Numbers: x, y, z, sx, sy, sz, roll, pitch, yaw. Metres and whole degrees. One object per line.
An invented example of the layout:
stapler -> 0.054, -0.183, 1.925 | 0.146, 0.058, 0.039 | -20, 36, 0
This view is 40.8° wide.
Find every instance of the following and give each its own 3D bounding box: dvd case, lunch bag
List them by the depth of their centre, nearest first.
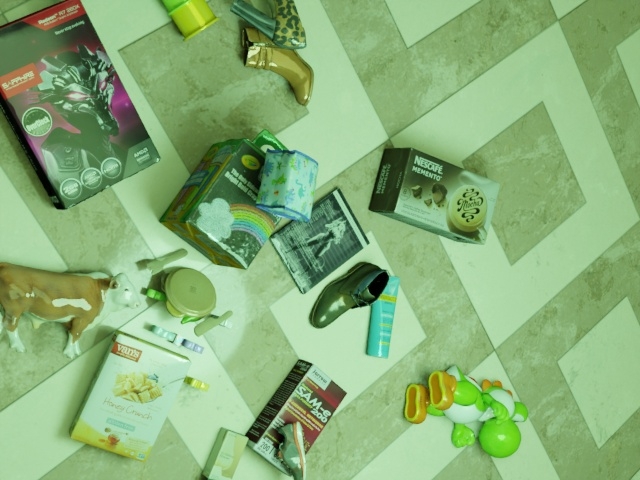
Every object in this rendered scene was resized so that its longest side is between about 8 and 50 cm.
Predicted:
lunch bag -> -0.057, -0.112, 1.785 | 0.151, 0.096, 0.128 | 18, 81, -57
dvd case -> 0.000, 0.000, 2.067 | 0.221, 0.018, 0.164 | -37, 108, -22

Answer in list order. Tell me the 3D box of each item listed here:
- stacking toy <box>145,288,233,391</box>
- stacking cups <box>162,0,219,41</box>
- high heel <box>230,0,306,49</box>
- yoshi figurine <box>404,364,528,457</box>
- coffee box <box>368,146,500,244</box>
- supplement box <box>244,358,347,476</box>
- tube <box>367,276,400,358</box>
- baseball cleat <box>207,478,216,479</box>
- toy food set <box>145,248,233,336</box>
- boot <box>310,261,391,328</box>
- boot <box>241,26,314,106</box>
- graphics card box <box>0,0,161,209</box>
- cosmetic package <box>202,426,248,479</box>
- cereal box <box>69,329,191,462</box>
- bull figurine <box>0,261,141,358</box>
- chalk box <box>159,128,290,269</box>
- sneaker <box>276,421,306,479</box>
stacking toy -> -0.313, 0.218, 1.884 | 0.221, 0.052, 0.166 | 27, 79, -27
stacking cups -> -0.340, -0.579, 1.819 | 0.096, 0.096, 0.316 | -40, 105, -22
high heel -> -0.054, -0.554, 1.929 | 0.186, 0.093, 0.261 | 35, 77, 2
yoshi figurine -> 0.403, 0.465, 2.231 | 0.362, 0.203, 0.202 | 18, 99, -31
coffee box -> 0.288, -0.110, 2.165 | 0.297, 0.119, 0.168 | 19, 85, -29
supplement box -> -0.059, 0.415, 2.024 | 0.130, 0.073, 0.239 | 43, 72, -24
tube -> 0.155, 0.189, 2.151 | 0.080, 0.052, 0.207 | 14, 79, -39
baseball cleat -> -0.251, 0.627, 1.938 | 0.110, 0.072, 0.205 | 18, 102, 8
toy food set -> -0.288, 0.117, 1.868 | 0.132, 0.038, 0.192 | -28, 79, -47
boot -> 0.072, 0.131, 2.063 | 0.219, 0.106, 0.082 | -46, 112, -20
boot -> -0.101, -0.398, 1.963 | 0.153, 0.073, 0.197 | -8, 84, -30
graphics card box -> -0.509, -0.272, 1.727 | 0.233, 0.094, 0.370 | -31, 108, -25
cosmetic package -> -0.216, 0.490, 1.957 | 0.060, 0.041, 0.115 | 26, 80, -27
cereal box -> -0.400, 0.329, 1.817 | 0.173, 0.047, 0.240 | 25, 90, -21
bull figurine -> -0.524, 0.136, 1.733 | 0.311, 0.101, 0.188 | 13, 88, -29
chalk box -> -0.178, -0.105, 1.873 | 0.180, 0.179, 0.289 | 41, 72, -24
sneaker -> -0.067, 0.489, 1.960 | 0.065, 0.061, 0.157 | -7, 96, -1
